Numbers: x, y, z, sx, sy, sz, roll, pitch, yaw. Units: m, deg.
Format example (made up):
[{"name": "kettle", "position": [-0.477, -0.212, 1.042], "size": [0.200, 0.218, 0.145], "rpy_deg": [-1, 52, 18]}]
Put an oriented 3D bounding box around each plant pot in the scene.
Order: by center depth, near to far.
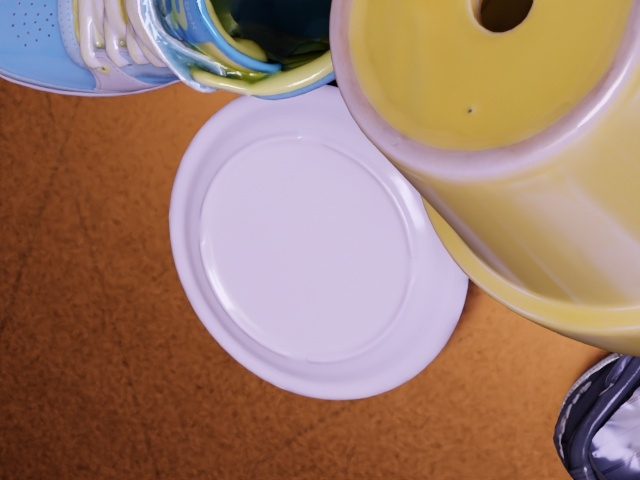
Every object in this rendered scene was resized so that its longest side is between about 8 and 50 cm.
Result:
[{"name": "plant pot", "position": [0.134, -0.083, 0.877], "size": [0.254, 0.239, 0.254], "rpy_deg": [-8, 74, 29]}]

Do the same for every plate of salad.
[{"name": "plate of salad", "position": [0.000, 0.000, 1.081], "size": [0.200, 0.048, 0.199], "rpy_deg": [8, 110, 24]}]

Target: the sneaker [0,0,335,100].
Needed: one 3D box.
[{"name": "sneaker", "position": [-0.091, -0.137, 0.994], "size": [0.319, 0.208, 0.127], "rpy_deg": [-7, 100, 19]}]

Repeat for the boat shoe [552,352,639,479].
[{"name": "boat shoe", "position": [0.273, 0.045, 0.967], "size": [0.340, 0.113, 0.127], "rpy_deg": [-28, 86, 16]}]
